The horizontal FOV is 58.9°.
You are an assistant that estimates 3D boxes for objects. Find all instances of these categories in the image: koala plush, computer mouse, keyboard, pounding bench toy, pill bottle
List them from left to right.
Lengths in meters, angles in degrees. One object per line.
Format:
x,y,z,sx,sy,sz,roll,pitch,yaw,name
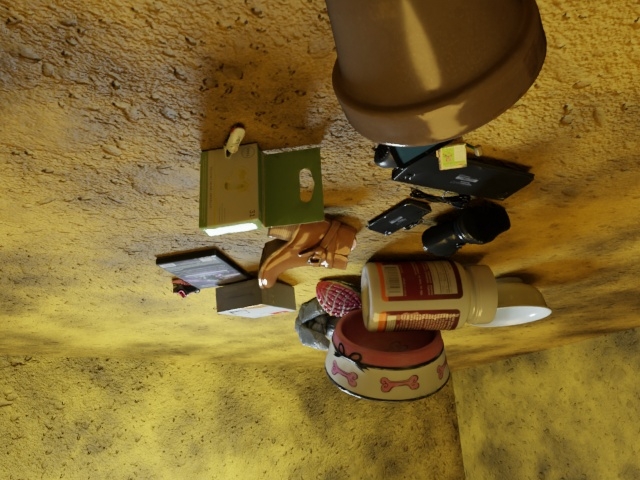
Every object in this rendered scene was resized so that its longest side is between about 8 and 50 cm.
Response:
0.033,0.334,2.228,0.221,0.196,0.203,9,167,-29,koala plush
0.210,-0.056,1.472,0.108,0.023,0.180,17,152,-28,keyboard
0.181,-0.198,1.087,0.071,0.041,0.242,9,155,-25,computer mouse
0.336,0.173,1.791,0.392,0.224,0.224,-1,158,-4,pill bottle
0.304,-0.132,1.284,0.317,0.033,0.201,8,155,-24,keyboard
0.268,-0.180,1.102,0.083,0.065,0.052,-7,125,9,pounding bench toy

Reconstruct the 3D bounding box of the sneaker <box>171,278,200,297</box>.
-0.451,0.169,1.900,0.047,0.057,0.119,-19,154,31,sneaker

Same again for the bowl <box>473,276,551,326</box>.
0.672,0.216,2.061,0.298,0.134,0.298,-3,158,-1,bowl

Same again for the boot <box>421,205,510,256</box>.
0.342,-0.014,1.439,0.207,0.094,0.246,-25,172,39,boot

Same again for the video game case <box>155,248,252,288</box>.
-0.355,0.094,1.770,0.196,0.026,0.274,-9,159,14,video game case

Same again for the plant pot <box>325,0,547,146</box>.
0.107,-0.277,0.652,0.263,0.263,0.229,-12,140,22,plant pot

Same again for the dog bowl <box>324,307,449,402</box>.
0.217,0.349,1.847,0.408,0.150,0.408,0,-162,0,dog bowl

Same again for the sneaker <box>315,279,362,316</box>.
0.104,0.210,2.017,0.299,0.112,0.121,25,110,-30,sneaker

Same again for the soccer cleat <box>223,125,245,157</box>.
-0.164,-0.186,1.076,0.029,0.035,0.083,9,155,-28,soccer cleat

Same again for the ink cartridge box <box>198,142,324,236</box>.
-0.116,-0.106,1.102,0.235,0.171,0.056,-8,157,11,ink cartridge box

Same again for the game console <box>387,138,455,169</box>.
0.146,-0.204,1.007,0.124,0.085,0.144,14,152,-36,game console

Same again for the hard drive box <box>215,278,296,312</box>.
-0.216,0.199,1.928,0.181,0.089,0.232,-13,164,24,hard drive box

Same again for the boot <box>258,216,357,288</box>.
-0.040,0.039,1.467,0.220,0.109,0.283,13,126,-7,boot

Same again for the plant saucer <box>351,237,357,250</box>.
0.000,0.000,1.563,0.200,0.037,0.200,-3,158,-1,plant saucer
